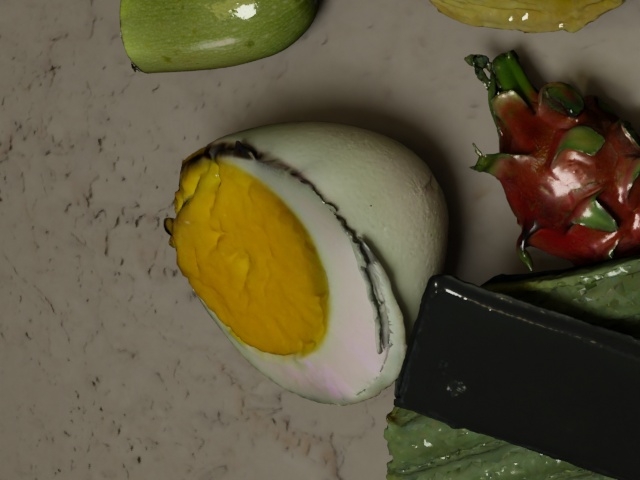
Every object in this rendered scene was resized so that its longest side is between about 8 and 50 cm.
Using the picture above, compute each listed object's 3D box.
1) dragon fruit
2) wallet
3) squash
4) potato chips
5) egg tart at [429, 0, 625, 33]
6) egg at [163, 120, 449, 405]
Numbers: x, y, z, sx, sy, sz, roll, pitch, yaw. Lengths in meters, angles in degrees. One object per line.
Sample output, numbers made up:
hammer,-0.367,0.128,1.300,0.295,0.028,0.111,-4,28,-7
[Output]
dragon fruit,0.196,-0.068,1.066,0.135,0.137,0.236,-41,85,27
wallet,0.205,0.122,1.013,0.285,0.030,0.146,18,126,6
squash,-0.085,-0.219,1.196,0.186,0.123,0.123,-2,98,22
potato chips,0.231,0.179,1.098,0.429,0.070,0.358,-23,109,32
egg tart,0.216,-0.344,0.997,0.339,0.153,0.352,-6,95,28
egg,0.003,0.004,1.167,0.286,0.174,0.264,-23,100,51
